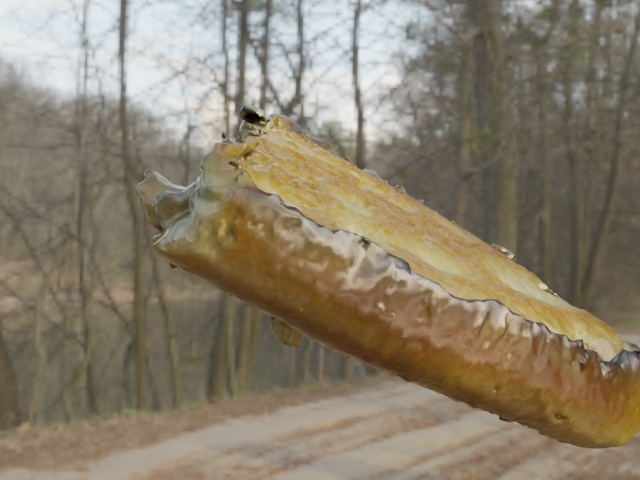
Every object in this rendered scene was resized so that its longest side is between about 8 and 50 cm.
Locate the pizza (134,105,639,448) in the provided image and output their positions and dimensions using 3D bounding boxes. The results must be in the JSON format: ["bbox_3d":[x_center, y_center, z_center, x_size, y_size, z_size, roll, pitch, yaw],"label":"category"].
[{"bbox_3d":[0.000,0.000,0.542,0.287,0.074,0.251,35,9,36],"label":"pizza"}]
